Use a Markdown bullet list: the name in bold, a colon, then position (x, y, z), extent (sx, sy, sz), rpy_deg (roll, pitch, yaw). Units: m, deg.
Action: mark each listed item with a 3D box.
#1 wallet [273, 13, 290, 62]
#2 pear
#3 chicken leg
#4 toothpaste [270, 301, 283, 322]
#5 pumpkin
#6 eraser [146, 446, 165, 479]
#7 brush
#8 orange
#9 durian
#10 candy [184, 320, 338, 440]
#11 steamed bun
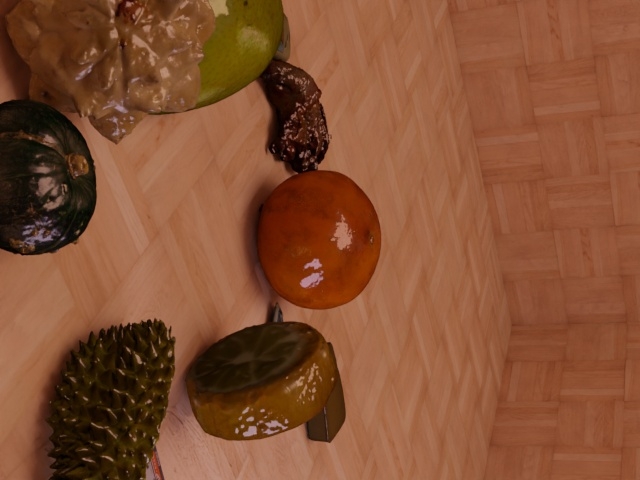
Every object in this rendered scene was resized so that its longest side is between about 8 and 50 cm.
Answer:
- **wallet**: position (-0.106, -0.439, 1.967), extent (0.155, 0.039, 0.110), rpy_deg (12, 77, -68)
- **pear**: position (-0.177, -0.359, 1.524), extent (0.318, 0.239, 0.342), rpy_deg (17, 70, -58)
- **chicken leg**: position (-0.068, -0.273, 1.994), extent (0.177, 0.083, 0.322), rpy_deg (-42, 129, -45)
- **toothpaste**: position (-0.095, 0.219, 1.889), extent (0.057, 0.035, 0.197), rpy_deg (70, 23, -54)
- **pumpkin**: position (-0.351, -0.075, 1.150), extent (0.190, 0.146, 0.190), rpy_deg (8, 90, -71)
- **eraser**: position (-0.267, 0.353, 1.445), extent (0.052, 0.029, 0.122), rpy_deg (-41, 124, -63)
- **brush**: position (0.002, 0.333, 2.079), extent (0.123, 0.059, 0.197), rpy_deg (-47, 130, -65)
- **orange**: position (0.000, 0.000, 1.915), extent (0.284, 0.226, 0.283), rpy_deg (12, 76, -60)
- **durian**: position (-0.274, 0.248, 1.289), extent (0.169, 0.158, 0.355), rpy_deg (84, 15, -55)
- **candy**: position (-0.099, 0.233, 1.587), extent (0.260, 0.260, 0.118), rpy_deg (-57, 133, -56)
- **steamed bun**: position (-0.264, -0.268, 1.239), extent (0.295, 0.137, 0.292), rpy_deg (-43, 118, -10)
